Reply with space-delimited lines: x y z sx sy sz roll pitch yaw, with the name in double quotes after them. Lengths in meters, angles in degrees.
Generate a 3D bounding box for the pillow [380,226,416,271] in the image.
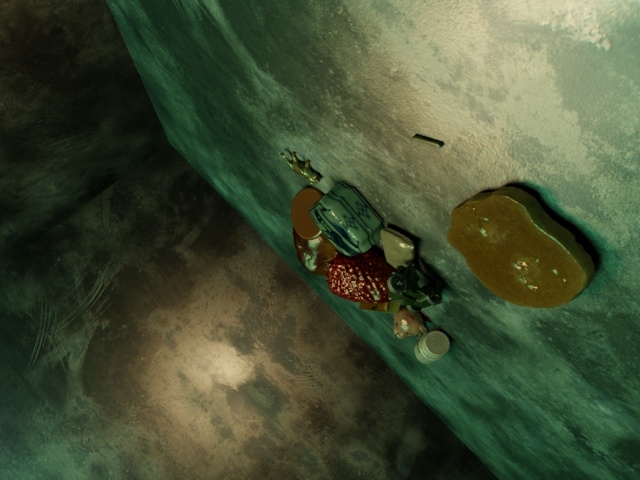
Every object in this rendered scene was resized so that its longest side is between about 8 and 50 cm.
0.313 0.052 1.600 0.173 0.067 0.270 37 162 34 "pillow"

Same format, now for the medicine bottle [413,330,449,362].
0.546 0.524 1.991 0.139 0.139 0.237 41 163 19 "medicine bottle"

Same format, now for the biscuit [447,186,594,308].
0.508 0.028 1.070 0.365 0.062 0.385 48 164 5 "biscuit"

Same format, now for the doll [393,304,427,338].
0.430 0.437 2.061 0.201 0.156 0.303 40 166 21 "doll"

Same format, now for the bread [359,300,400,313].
0.302 0.294 2.054 0.077 0.138 0.361 19 168 -12 "bread"

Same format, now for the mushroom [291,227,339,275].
0.000 0.000 2.076 0.345 0.260 0.345 35 133 49 "mushroom"

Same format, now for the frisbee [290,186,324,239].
-0.056 -0.126 1.893 0.251 0.021 0.250 5 97 43 "frisbee"

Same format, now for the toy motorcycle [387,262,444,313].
0.359 0.196 1.601 0.275 0.127 0.205 21 152 -17 "toy motorcycle"

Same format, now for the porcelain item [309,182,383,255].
0.101 -0.078 1.671 0.281 0.157 0.286 50 163 -6 "porcelain item"

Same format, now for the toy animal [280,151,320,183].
-0.094 -0.319 1.759 0.241 0.057 0.099 34 160 34 "toy animal"

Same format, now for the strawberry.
0.196 0.180 1.817 0.343 0.292 0.292 35 160 43 "strawberry"

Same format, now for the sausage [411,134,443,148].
0.278 -0.258 1.058 0.100 0.015 0.015 32 158 40 "sausage"
